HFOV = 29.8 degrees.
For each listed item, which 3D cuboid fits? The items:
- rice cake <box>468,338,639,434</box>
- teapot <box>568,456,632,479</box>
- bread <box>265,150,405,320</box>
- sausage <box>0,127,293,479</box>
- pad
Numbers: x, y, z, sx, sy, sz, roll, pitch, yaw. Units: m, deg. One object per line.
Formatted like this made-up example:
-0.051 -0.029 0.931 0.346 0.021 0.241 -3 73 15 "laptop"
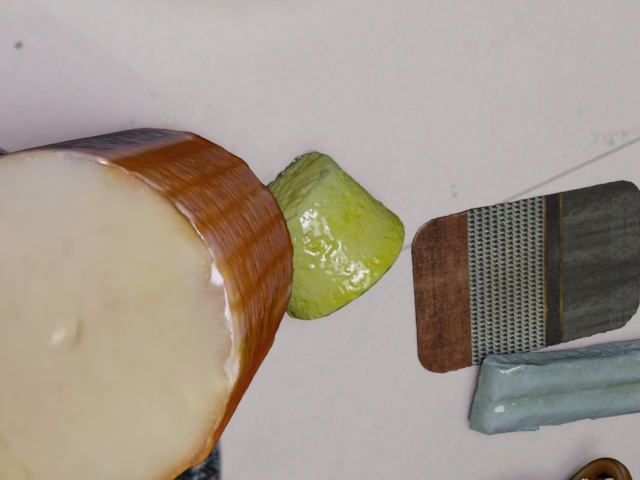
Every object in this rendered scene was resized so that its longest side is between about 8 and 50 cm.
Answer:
0.260 0.146 1.220 0.226 0.040 0.085 -4 118 -21 "rice cake"
0.237 0.332 1.238 0.178 0.135 0.252 37 95 -33 "teapot"
0.000 0.000 1.031 0.129 0.111 0.114 -45 111 -4 "bread"
-0.146 0.037 0.848 0.233 0.287 0.233 1 98 4 "sausage"
0.209 -0.027 1.124 0.250 0.055 0.323 -12 132 -16 "pad"
